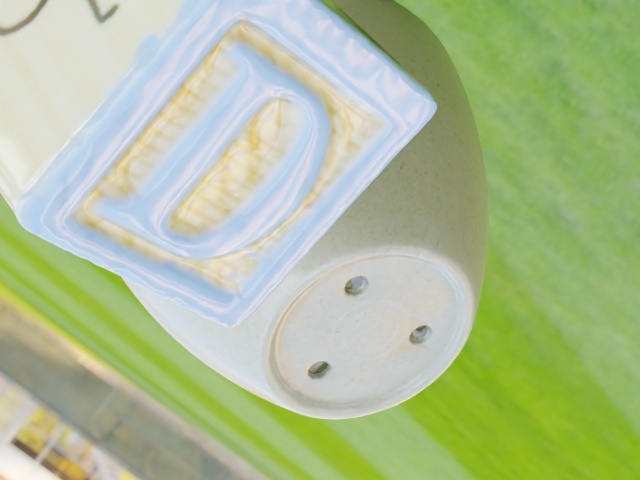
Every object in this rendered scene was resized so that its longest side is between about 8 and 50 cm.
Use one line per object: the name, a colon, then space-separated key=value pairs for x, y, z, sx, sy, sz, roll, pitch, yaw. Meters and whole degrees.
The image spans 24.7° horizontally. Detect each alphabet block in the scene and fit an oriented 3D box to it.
alphabet block: x=-0.090 y=-0.099 z=0.846 sx=0.193 sy=0.192 sz=0.197 roll=34 pitch=-168 yaw=-49

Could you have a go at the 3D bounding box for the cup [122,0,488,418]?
cup: x=0.000 y=0.000 z=1.143 sx=0.331 sy=0.331 sz=0.237 roll=47 pitch=-168 yaw=-42
